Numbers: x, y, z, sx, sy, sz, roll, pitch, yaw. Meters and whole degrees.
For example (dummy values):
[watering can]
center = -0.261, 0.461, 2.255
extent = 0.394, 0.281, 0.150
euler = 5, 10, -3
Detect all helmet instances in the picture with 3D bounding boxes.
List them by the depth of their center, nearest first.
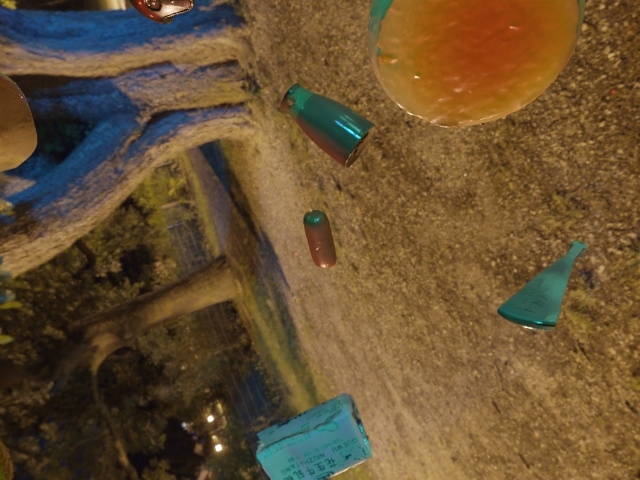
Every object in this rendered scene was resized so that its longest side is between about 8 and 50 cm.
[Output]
[helmet]
center = -0.404, -0.664, 1.301
extent = 0.216, 0.193, 0.189
euler = 119, 154, -54

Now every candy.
[candy]
center = -0.008, 0.303, 0.762
extent = 0.092, 0.160, 0.073
euler = 63, -175, -11

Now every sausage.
[sausage]
center = 0.000, 0.000, 1.230
extent = 0.062, 0.062, 0.154
euler = 47, 155, 53

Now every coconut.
[coconut]
center = -0.663, -0.230, 0.964
extent = 0.237, 0.237, 0.197
euler = 52, 128, 46

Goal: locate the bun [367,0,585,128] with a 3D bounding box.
[bun]
center = 0.217, -0.316, 0.749
extent = 0.298, 0.299, 0.164
euler = 88, -173, -47

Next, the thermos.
[thermos]
center = 0.014, -0.341, 1.469
extent = 0.265, 0.146, 0.176
euler = 38, -164, 9

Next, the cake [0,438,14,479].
[cake]
center = -0.547, 0.332, 0.647
extent = 0.179, 0.260, 0.156
euler = 2, 122, 30

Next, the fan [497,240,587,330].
[fan]
center = 0.280, 0.046, 0.601
extent = 0.057, 0.282, 0.023
euler = 13, 112, 36
